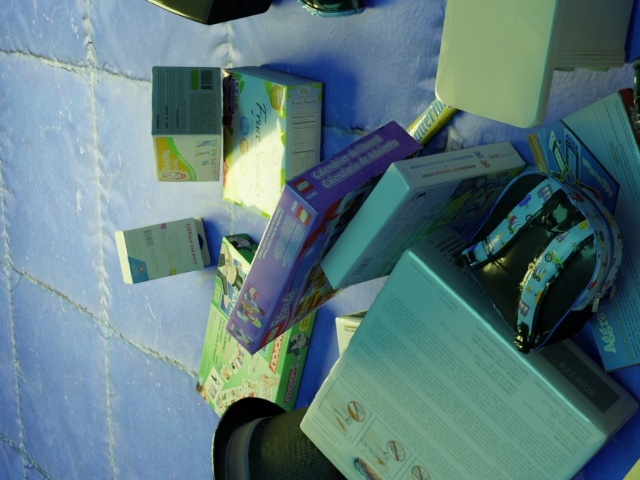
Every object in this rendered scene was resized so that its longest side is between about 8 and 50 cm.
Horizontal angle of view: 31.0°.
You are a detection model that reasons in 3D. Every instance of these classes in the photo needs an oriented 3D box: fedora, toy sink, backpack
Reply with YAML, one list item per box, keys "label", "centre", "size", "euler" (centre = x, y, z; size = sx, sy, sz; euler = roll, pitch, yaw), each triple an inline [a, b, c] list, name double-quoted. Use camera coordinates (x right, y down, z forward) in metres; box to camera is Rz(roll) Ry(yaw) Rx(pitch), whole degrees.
- label: "fedora"
  centre: [-0.007, 0.354, 1.635]
  size: [0.153, 0.334, 0.334]
  euler: [-32, 72, 24]
- label: "toy sink"
  centre: [0.232, -0.246, 1.212]
  size: [0.153, 0.131, 0.234]
  euler: [25, 115, 48]
- label: "backpack"
  centre: [0.248, 0.009, 1.227]
  size: [0.158, 0.117, 0.173]
  euler: [56, 140, 28]

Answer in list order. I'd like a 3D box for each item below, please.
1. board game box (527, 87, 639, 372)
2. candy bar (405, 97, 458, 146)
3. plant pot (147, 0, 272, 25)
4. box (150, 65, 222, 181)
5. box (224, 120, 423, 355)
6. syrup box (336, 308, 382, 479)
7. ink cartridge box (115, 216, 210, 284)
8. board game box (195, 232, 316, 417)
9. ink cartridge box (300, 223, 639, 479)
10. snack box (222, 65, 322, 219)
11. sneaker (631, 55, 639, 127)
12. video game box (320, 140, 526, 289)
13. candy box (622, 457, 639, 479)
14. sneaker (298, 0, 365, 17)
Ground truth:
- label: "board game box"
  centre: [0.322, -0.007, 1.246]
  size: [0.145, 0.027, 0.281]
  euler: [-26, 79, 53]
- label: "candy bar"
  centre: [0.148, -0.161, 1.446]
  size: [0.161, 0.018, 0.040]
  euler: [-46, 63, 48]
- label: "plant pot"
  centre: [-0.154, -0.413, 1.658]
  size: [0.167, 0.187, 0.188]
  euler: [46, 134, 23]
- label: "box"
  centre: [-0.204, -0.173, 1.764]
  size: [0.203, 0.103, 0.114]
  euler: [110, 159, -73]
- label: "box"
  centre: [0.000, 0.000, 1.447]
  size: [0.057, 0.201, 0.293]
  euler: [43, 139, 16]
- label: "syrup box"
  centre: [0.097, 0.210, 1.558]
  size: [0.096, 0.093, 0.236]
  euler: [1, 100, 54]
- label: "ink cartridge box"
  centre: [-0.266, 0.016, 1.968]
  size: [0.090, 0.143, 0.092]
  euler: [177, 82, -72]
- label: "board game box"
  centre: [-0.110, 0.177, 1.871]
  size: [0.213, 0.046, 0.317]
  euler: [41, 130, 39]
- label: "ink cartridge box"
  centre: [0.162, 0.216, 1.421]
  size: [0.308, 0.091, 0.385]
  euler: [44, 136, 17]
- label: "snack box"
  centre: [-0.074, -0.144, 1.708]
  size: [0.174, 0.070, 0.207]
  euler: [24, 120, 49]
- label: "sneaker"
  centre: [0.339, -0.115, 1.159]
  size: [0.061, 0.065, 0.157]
  euler: [-14, 88, 54]
- label: "video game box"
  centre: [0.120, -0.030, 1.377]
  size: [0.048, 0.187, 0.205]
  euler: [62, 141, 24]
- label: "candy box"
  centre: [0.403, 0.167, 1.052]
  size: [0.087, 0.183, 0.316]
  euler: [53, 137, 31]
- label: "sneaker"
  centre: [-0.004, -0.361, 1.552]
  size: [0.188, 0.067, 0.078]
  euler: [53, 144, 34]
